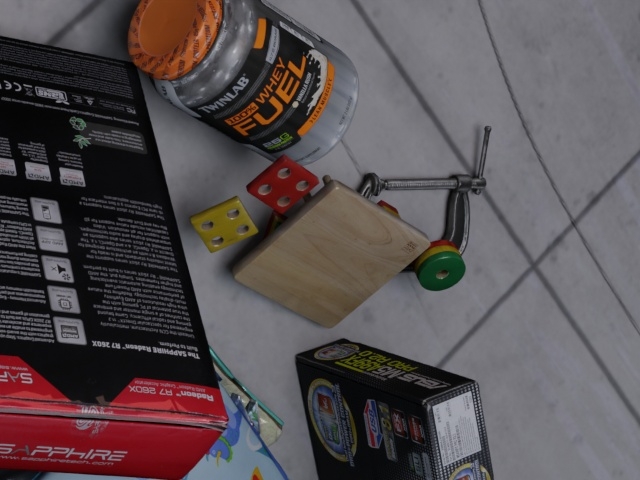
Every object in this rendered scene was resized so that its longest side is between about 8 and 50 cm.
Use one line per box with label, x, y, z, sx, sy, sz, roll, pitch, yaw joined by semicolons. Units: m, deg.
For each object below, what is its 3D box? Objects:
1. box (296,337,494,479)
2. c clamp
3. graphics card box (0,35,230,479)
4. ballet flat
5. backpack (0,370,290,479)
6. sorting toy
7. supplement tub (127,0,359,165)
box;0.078;0.239;1.656;0.060;0.216;0.270;-19;107;-29
c clamp;0.092;-0.035;1.738;0.161;0.022;0.137;-9;107;-31
graphics card box;-0.223;0.002;1.379;0.233;0.371;0.094;7;138;-31
ballet flat;-0.095;0.134;1.632;0.052;0.057;0.168;-44;117;-7
backpack;-0.163;0.230;1.507;0.290;0.273;0.355;-54;135;-40
sorting toy;0.000;0.000;1.645;0.132;0.046;0.274;-41;134;22
supplement tub;-0.065;-0.146;1.548;0.190;0.117;0.117;27;83;-44
